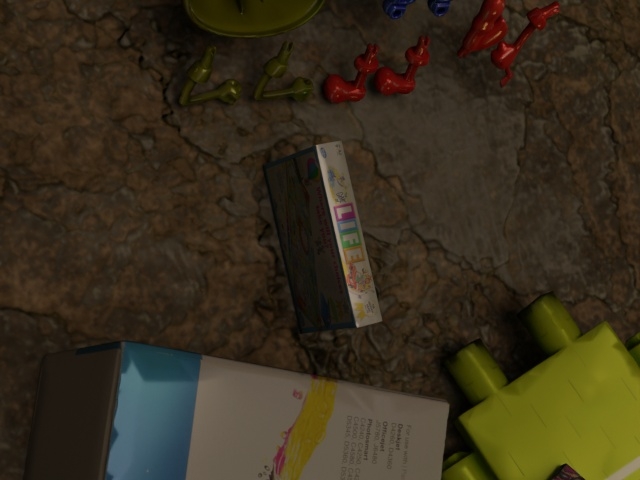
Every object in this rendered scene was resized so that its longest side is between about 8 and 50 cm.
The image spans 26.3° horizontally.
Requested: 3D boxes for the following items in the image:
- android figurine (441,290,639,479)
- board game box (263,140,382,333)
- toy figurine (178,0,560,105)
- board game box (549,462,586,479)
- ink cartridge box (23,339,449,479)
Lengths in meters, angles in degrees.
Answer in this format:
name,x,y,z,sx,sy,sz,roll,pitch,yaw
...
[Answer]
name,x,y,z,sx,sy,sz,roll,pitch,yaw
android figurine,0.236,0.189,1.240,0.248,0.056,0.273,-34,81,-9
board game box,0.000,0.000,1.165,0.026,0.103,0.154,-12,90,-28
toy figurine,0.020,-0.264,1.222,0.362,0.191,0.217,-8,57,-21
board game box,0.218,0.256,1.185,0.090,0.020,0.090,40,79,8
ink cartridge box,-0.072,0.198,1.049,0.270,0.198,0.197,13,77,-25
